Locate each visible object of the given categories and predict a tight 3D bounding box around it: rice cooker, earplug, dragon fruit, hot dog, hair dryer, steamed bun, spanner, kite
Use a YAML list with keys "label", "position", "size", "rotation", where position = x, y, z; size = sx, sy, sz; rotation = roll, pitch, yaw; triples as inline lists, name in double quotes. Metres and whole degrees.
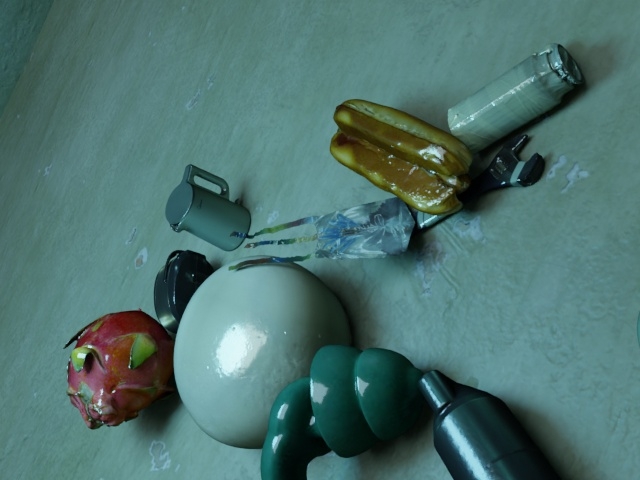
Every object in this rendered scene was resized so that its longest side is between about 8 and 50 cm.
- label: "rice cooker"
  position: [-0.267, 0.102, 1.710]
  size: [0.106, 0.112, 0.165]
  rotation: [-36, 47, 37]
- label: "earplug"
  position: [0.036, 0.277, 1.258]
  size: [0.280, 0.164, 0.257]
  rotation: [-24, 61, 22]
- label: "dragon fruit"
  position: [-0.390, 0.250, 1.680]
  size: [0.224, 0.224, 0.227]
  rotation: [2, 34, 48]
- label: "hot dog"
  position: [0.125, -0.146, 1.405]
  size: [0.337, 0.100, 0.135]
  rotation: [33, 128, 50]
- label: "hair dryer"
  position: [0.164, 0.344, 1.139]
  size: [0.302, 0.116, 0.244]
  rotation: [-56, 37, 20]
- label: "steamed bun"
  position: [-0.111, 0.179, 1.432]
  size: [0.324, 0.206, 0.324]
  rotation: [-25, 52, 37]
- label: "spanner"
  position: [0.209, -0.066, 1.360]
  size: [0.316, 0.024, 0.087]
  rotation: [-32, 48, 34]
- label: "kite"
  position: [-0.001, -0.002, 1.397]
  size: [0.310, 0.015, 0.169]
  rotation: [-13, 34, 5]

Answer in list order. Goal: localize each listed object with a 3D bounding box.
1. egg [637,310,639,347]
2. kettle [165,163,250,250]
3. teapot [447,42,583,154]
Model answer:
- label: "egg"
  position: [0.438, 0.114, 0.904]
  size: [0.168, 0.168, 0.231]
  rotation: [-59, 36, 6]
- label: "kettle"
  position: [-0.219, -0.060, 1.715]
  size: [0.126, 0.148, 0.098]
  rotation: [-58, 39, 6]
- label: "teapot"
  position: [0.294, -0.223, 1.313]
  size: [0.200, 0.077, 0.107]
  rotation: [-31, 31, 33]
